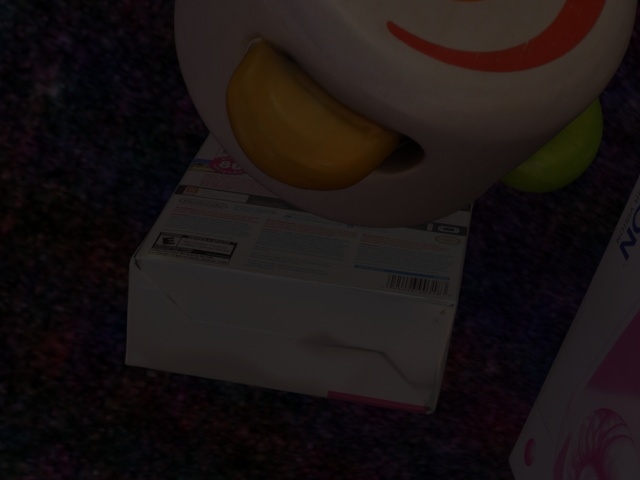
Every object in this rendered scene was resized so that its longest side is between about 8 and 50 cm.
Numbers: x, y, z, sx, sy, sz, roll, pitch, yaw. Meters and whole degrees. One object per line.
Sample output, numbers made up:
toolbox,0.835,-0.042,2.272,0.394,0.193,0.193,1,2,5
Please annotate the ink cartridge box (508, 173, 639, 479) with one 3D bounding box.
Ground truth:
ink cartridge box,0.239,0.119,0.899,0.330,0.071,0.324,-104,31,-61

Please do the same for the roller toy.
roller toy,0.037,-0.114,0.647,0.146,0.209,0.191,-44,58,61

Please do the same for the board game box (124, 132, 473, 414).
board game box,0.000,0.000,1.086,0.224,0.303,0.097,9,118,6
